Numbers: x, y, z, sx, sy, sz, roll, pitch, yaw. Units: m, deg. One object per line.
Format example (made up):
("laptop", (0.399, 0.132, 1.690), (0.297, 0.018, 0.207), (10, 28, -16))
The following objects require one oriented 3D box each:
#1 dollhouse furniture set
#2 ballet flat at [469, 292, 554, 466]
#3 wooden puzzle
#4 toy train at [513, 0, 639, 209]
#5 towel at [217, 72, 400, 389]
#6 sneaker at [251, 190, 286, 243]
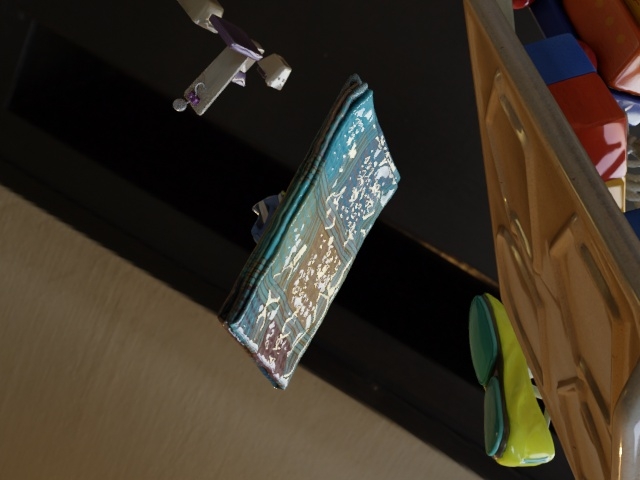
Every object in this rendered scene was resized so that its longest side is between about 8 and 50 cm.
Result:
("dollhouse furniture set", (-0.100, -0.159, 0.753), (0.114, 0.081, 0.091), (54, -160, 23))
("ballet flat", (0.213, 0.153, 1.003), (0.077, 0.077, 0.231), (9, -141, -6))
("wooden puzzle", (0.173, 0.035, 0.580), (0.081, 0.322, 0.347), (-12, -134, 5))
("toy train", (0.232, -0.139, 0.616), (0.105, 0.143, 0.248), (4, -125, -38))
("towel", (0.000, 0.000, 1.216), (0.040, 0.370, 0.271), (20, 160, 23))
("sneaker", (-0.063, 0.003, 1.263), (0.053, 0.059, 0.144), (59, -159, -61))
